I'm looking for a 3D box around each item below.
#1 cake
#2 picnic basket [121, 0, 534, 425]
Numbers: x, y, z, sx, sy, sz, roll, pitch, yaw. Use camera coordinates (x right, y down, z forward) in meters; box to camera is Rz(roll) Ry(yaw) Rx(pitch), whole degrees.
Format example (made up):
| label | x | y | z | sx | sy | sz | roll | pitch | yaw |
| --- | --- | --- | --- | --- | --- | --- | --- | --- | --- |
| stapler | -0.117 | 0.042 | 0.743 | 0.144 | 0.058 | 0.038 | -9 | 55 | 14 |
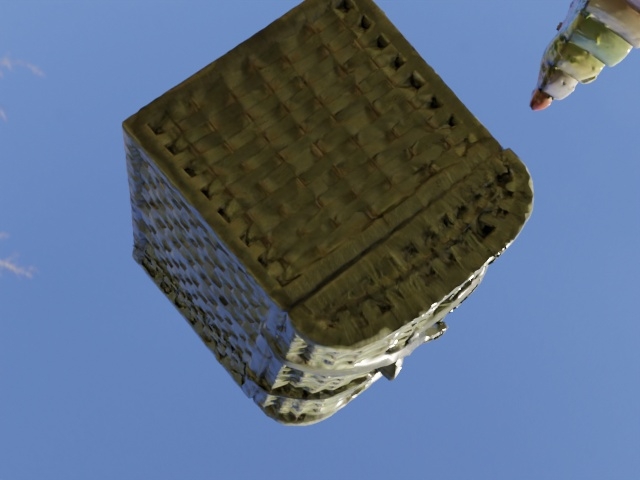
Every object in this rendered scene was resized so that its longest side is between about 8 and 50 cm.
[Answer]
| label | x | y | z | sx | sy | sz | roll | pitch | yaw |
| --- | --- | --- | --- | --- | --- | --- | --- | --- | --- |
| cake | 0.246 | -0.190 | 0.901 | 0.090 | 0.225 | 0.109 | 25 | -122 | 0 |
| picnic basket | 0.000 | 0.000 | 0.568 | 0.134 | 0.196 | 0.154 | -35 | -100 | -18 |
